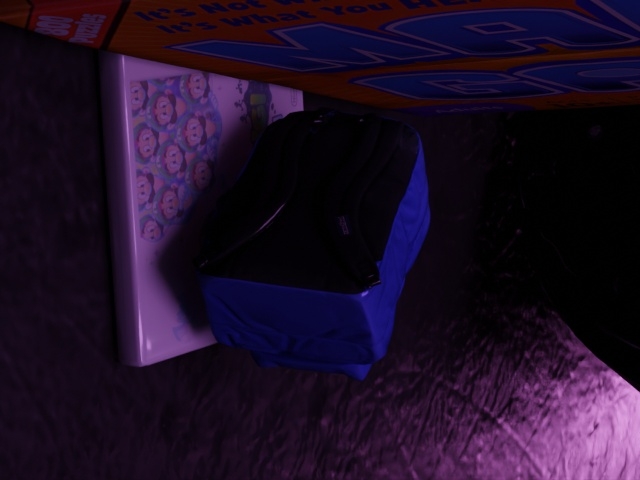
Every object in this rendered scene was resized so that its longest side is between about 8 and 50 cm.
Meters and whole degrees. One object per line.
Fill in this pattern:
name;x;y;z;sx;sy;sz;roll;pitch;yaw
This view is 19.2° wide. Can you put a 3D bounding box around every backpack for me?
backpack;0.000;0.000;0.924;0.101;0.098;0.120;82;22;-52

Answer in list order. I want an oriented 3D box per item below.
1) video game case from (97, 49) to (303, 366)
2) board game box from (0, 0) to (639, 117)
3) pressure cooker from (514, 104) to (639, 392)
video game case;-0.053;-0.028;0.941;0.143;0.019;0.157;-15;106;-54
board game box;0.109;-0.258;0.842;0.356;0.356;0.356;6;84;-55
pressure cooker;0.365;-0.008;1.253;0.370;0.375;0.420;-43;141;7
